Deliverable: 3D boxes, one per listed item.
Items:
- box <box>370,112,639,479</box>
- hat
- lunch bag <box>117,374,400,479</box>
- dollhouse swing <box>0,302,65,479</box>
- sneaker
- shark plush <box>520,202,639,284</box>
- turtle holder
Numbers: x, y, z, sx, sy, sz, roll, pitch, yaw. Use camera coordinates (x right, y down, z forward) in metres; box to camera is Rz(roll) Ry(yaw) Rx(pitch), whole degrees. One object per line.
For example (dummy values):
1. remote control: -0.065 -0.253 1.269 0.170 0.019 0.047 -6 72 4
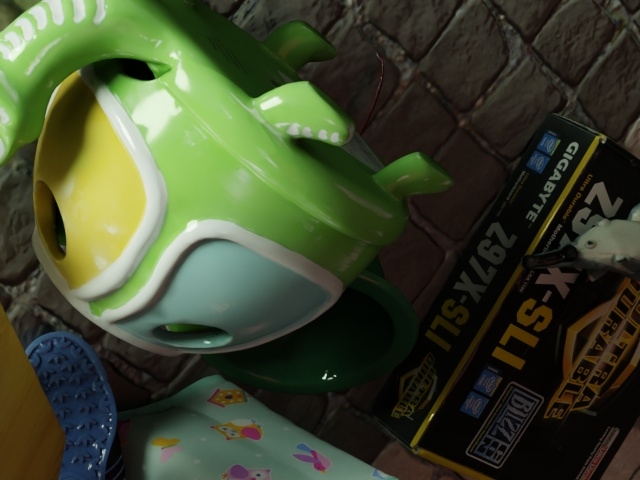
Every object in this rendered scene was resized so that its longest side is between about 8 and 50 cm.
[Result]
1. box: 0.224 0.076 1.509 0.257 0.079 0.322 28 95 -40
2. hat: 0.000 0.000 1.342 0.208 0.183 0.173 -20 137 25
3. lunch bag: -0.067 0.274 1.295 0.160 0.223 0.262 -16 122 -41
4. dollhouse swing: -0.350 0.197 0.976 0.347 0.315 0.305 82 13 -61
5. sneaker: -0.183 0.188 1.228 0.081 0.090 0.232 -8 75 -14
6. shark plush: 0.248 0.022 1.415 0.161 0.073 0.067 -15 150 -35
7. turtle holder: -0.087 -0.043 1.099 0.227 0.243 0.320 -47 165 13
